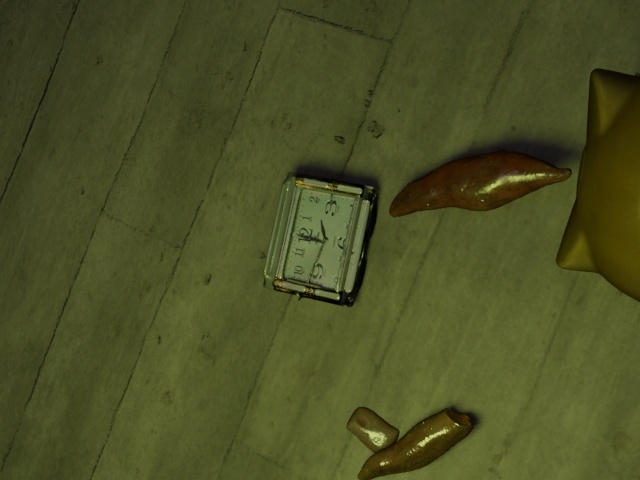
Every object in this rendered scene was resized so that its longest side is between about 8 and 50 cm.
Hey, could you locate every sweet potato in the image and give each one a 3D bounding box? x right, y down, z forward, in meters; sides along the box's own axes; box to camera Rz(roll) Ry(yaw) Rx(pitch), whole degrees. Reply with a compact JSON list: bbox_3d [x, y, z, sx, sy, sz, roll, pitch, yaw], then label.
[{"bbox_3d":[0.176,0.383,1.575,0.243,0.077,0.077,-35,74,19],"label":"sweet potato"},{"bbox_3d":[0.292,-0.106,1.565,0.359,0.112,0.112,-6,82,37],"label":"sweet potato"}]

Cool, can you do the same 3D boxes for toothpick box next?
[{"bbox_3d":[0.604,-0.075,1.297,0.425,0.409,0.409,12,88,19],"label":"toothpick box"}]

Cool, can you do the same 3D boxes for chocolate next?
[{"bbox_3d":[0.096,0.364,1.625,0.100,0.031,0.064,37,94,21],"label":"chocolate"}]

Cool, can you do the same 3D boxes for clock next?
[{"bbox_3d":[0.000,0.000,1.673,0.186,0.083,0.253,12,88,21],"label":"clock"}]
